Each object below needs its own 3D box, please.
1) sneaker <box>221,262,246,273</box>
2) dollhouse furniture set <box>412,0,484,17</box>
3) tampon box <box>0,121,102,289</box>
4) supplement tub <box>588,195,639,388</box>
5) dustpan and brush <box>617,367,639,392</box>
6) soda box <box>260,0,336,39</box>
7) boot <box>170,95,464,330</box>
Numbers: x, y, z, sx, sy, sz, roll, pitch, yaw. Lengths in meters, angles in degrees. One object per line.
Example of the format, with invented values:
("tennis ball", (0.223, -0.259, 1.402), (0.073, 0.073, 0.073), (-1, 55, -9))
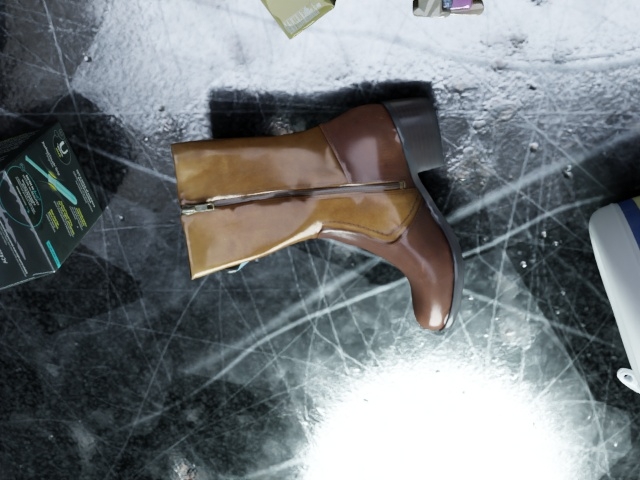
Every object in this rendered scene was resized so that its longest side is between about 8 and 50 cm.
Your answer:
("sneaker", (-0.079, -0.032, 1.057), (0.063, 0.073, 0.162), (13, 115, -1))
("dollhouse furniture set", (0.168, -0.306, 0.783), (0.198, 0.303, 0.287), (-2, 114, 7))
("tampon box", (-0.323, -0.036, 1.030), (0.101, 0.161, 0.121), (-16, 111, 13))
("supplement tub", (0.450, 0.031, 0.954), (0.316, 0.228, 0.228), (-18, 112, 13))
("dustpan and brush", (0.426, 0.190, 1.121), (0.211, 0.060, 0.147), (31, 114, -9))
("soda box", (-0.059, -0.290, 0.943), (0.058, 0.061, 0.181), (-32, 108, 17))
("boot", (0.000, 0.000, 1.010), (0.280, 0.096, 0.264), (-14, 113, -8))
